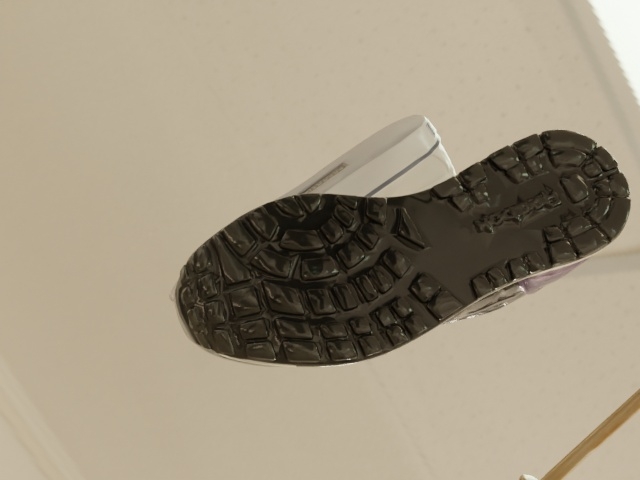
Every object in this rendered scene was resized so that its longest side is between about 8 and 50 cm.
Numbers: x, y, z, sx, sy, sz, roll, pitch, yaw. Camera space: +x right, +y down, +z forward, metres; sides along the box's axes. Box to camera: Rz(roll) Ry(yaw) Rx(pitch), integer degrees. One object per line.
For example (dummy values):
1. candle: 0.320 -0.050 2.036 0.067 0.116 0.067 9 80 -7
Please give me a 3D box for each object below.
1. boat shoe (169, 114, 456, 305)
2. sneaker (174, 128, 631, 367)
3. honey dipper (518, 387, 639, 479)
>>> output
1. boat shoe: 0.000 0.000 0.979 0.084 0.258 0.095 56 2 -18
2. sneaker: 0.050 0.027 0.745 0.124 0.283 0.107 109 -36 -66
3. honey dipper: 0.167 0.129 0.749 0.030 0.030 0.161 43 -73 6
